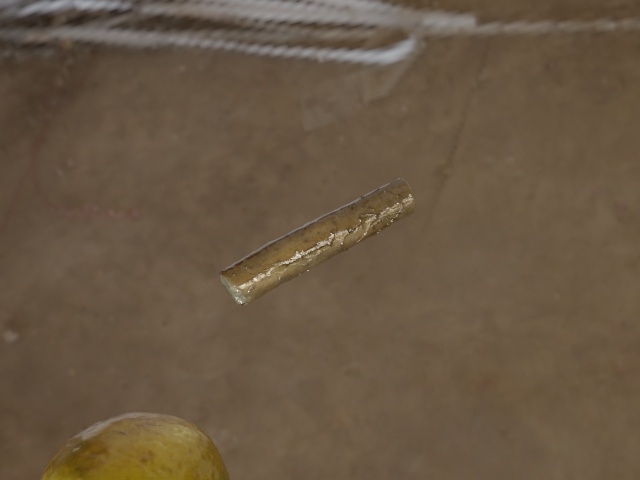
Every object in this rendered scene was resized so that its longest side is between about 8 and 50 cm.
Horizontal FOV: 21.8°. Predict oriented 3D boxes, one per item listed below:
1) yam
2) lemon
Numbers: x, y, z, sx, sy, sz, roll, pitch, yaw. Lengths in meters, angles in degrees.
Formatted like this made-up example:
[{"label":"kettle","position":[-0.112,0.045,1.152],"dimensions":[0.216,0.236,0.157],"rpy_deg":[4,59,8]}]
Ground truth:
[{"label":"yam","position":[0.000,0.000,1.135],"dimensions":[0.145,0.032,0.032],"rpy_deg":[-28,37,-14]},{"label":"lemon","position":[-0.172,0.238,1.522],"dimensions":[0.170,0.170,0.207],"rpy_deg":[5,19,29]}]
